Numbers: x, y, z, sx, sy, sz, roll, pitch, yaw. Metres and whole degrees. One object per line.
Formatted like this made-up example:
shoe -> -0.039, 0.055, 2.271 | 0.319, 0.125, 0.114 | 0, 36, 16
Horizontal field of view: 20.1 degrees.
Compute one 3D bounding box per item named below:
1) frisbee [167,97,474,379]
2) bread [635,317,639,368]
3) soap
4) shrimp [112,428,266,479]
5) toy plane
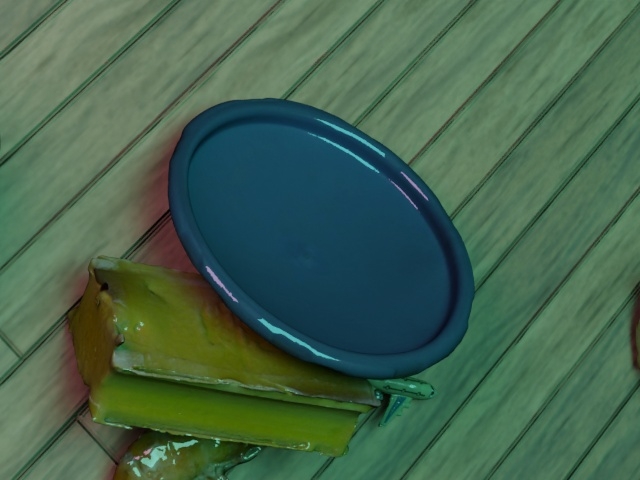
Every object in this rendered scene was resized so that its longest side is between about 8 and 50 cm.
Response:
frisbee -> -0.003, 0.003, 1.495 | 0.290, 0.049, 0.289 | 21, 42, -20
bread -> 0.413, 0.103, 1.741 | 0.232, 0.088, 0.128 | 5, 69, -22
soap -> -0.077, 0.091, 1.431 | 0.233, 0.076, 0.135 | 13, 35, -28
shrimp -> -0.087, 0.193, 1.465 | 0.188, 0.052, 0.132 | -22, 113, -27
toy plane -> 0.065, 0.125, 1.566 | 0.083, 0.033, 0.080 | 17, 72, -33
